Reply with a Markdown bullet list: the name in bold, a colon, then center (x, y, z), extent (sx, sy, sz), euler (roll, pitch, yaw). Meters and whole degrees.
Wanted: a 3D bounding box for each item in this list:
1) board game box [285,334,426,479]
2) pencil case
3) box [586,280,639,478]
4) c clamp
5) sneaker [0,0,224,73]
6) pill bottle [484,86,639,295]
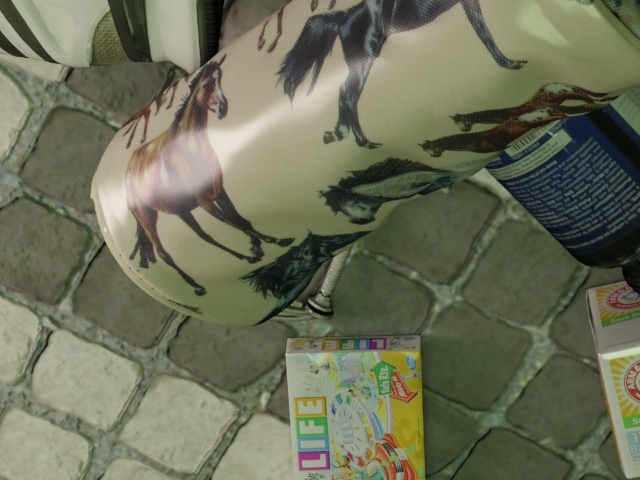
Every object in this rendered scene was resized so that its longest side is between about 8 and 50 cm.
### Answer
- **board game box**: center (0.029, 0.147, 1.448), extent (0.103, 0.026, 0.154), euler (-2, 116, 4)
- **pencil case**: center (0.052, -0.092, 1.151), extent (0.410, 0.160, 0.183), euler (-31, 148, 35)
- **box**: center (0.305, 0.084, 1.361), extent (0.203, 0.103, 0.114), euler (-13, 115, 9)
- **c clamp**: center (0.000, 0.000, 1.381), extent (0.137, 0.022, 0.160), euler (24, 114, -9)
- **sneaker**: center (-0.199, -0.308, 1.160), extent (0.257, 0.169, 0.447), euler (-1, 118, 1)
- **pill bottle**: center (0.190, -0.059, 1.287), extent (0.123, 0.123, 0.219), euler (-40, 107, 19)
